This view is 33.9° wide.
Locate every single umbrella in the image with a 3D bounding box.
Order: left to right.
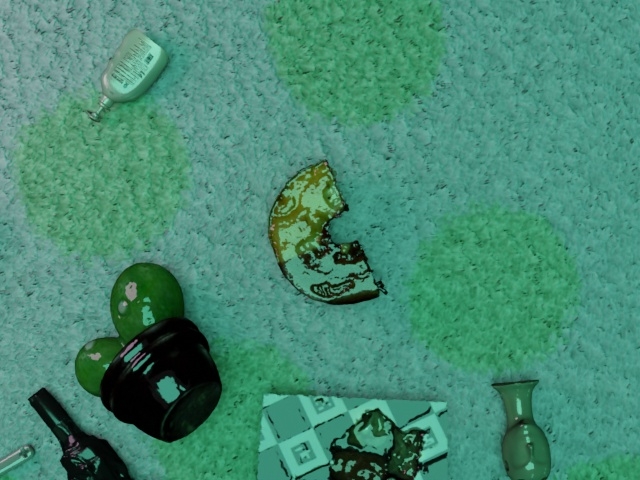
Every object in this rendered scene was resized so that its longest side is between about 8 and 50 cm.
[{"bbox_3d":[-0.320,0.357,1.569,0.118,0.118,0.340,-42,80,0],"label":"umbrella"}]

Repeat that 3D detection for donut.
[{"bbox_3d":[-0.001,-0.002,1.568,0.141,0.085,0.217,-18,88,1],"label":"donut"}]

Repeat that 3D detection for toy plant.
[{"bbox_3d":[-0.252,0.167,1.537,0.235,0.175,0.218,42,96,26],"label":"toy plant"}]

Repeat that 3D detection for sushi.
[{"bbox_3d":[0.047,0.377,1.576,0.294,0.059,0.292,2,89,1],"label":"sushi"}]

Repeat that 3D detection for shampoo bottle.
[{"bbox_3d":[-0.300,-0.242,1.593,0.077,0.045,0.152,36,88,-1],"label":"shampoo bottle"}]

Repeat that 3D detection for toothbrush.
[{"bbox_3d":[-0.568,0.398,1.602,0.304,0.030,0.030,-32,89,-2],"label":"toothbrush"}]

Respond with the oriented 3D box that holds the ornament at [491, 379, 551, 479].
[{"bbox_3d":[0.303,0.289,1.565,0.075,0.081,0.156,-6,85,-4],"label":"ornament"}]
